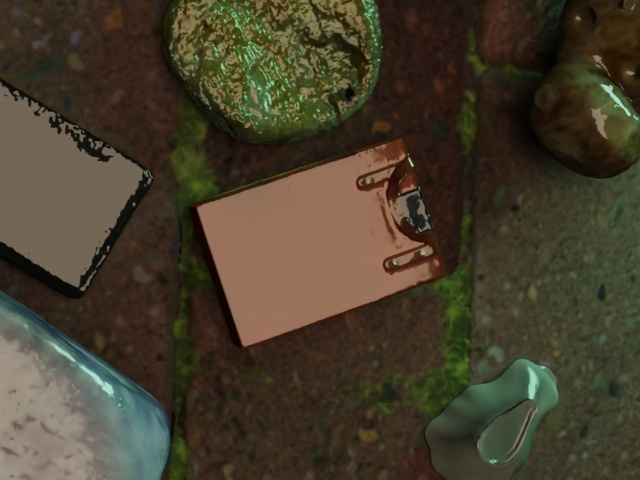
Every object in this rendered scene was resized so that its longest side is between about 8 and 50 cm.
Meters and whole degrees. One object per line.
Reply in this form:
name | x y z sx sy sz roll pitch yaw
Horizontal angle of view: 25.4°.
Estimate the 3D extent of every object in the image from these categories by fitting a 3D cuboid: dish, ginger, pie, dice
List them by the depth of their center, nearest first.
dice | -0.285 0.157 0.988 0.270 0.271 0.270 37 81 -14
pie | -0.039 -0.170 1.177 0.187 0.041 0.187 0 91 -16
ginger | 0.268 -0.207 1.207 0.245 0.155 0.304 -5 91 -18
dish | 0.160 0.163 1.239 0.137 0.039 0.091 -44 101 -10

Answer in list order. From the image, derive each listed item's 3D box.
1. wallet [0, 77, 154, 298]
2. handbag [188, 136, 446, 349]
wallet | -0.264 -0.064 1.119 0.244 0.025 0.124 32 82 -16
handbag | 0.000 0.000 1.183 0.190 0.063 0.127 -20 96 -11
